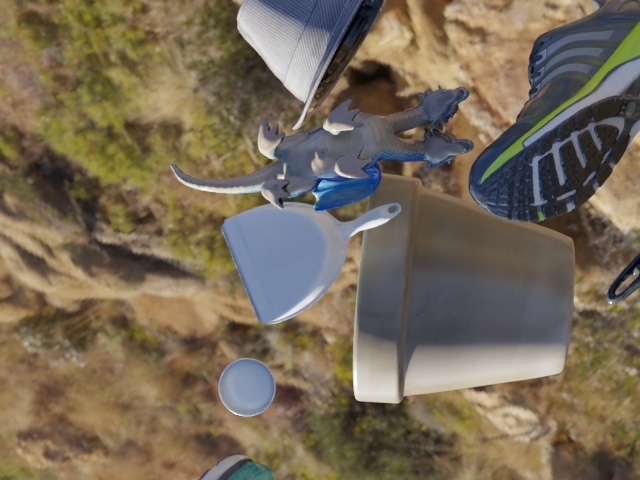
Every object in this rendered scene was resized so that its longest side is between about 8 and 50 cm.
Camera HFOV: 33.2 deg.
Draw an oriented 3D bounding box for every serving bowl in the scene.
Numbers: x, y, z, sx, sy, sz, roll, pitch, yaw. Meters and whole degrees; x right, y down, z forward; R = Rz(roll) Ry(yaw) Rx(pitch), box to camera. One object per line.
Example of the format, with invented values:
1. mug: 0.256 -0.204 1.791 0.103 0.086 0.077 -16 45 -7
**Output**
1. serving bowl: -0.104 0.211 1.556 0.083 0.083 0.027 53 -177 4

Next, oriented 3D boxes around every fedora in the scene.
1. fedora: -0.011 -0.257 1.173 0.124 0.275 0.244 29 126 2

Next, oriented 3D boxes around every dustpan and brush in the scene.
1. dustpan and brush: 0.000 0.000 1.333 0.211 0.060 0.147 -25 80 16

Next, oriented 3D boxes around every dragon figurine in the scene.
1. dragon figurine: 0.008 -0.078 1.043 0.289 0.144 0.085 -18 82 24

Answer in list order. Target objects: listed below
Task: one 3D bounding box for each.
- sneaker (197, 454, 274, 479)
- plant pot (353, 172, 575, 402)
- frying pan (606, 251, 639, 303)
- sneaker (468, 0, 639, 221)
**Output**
1. sneaker: -0.066 0.273 0.755 0.109 0.275 0.107 -1 129 13
2. plant pot: 0.202 0.075 1.495 0.280 0.323 0.323 4 128 8
3. frying pan: 0.445 -0.078 1.249 0.326 0.053 0.197 -29 53 30
4. sneaker: 0.231 -0.128 1.000 0.121 0.300 0.111 28 147 39
